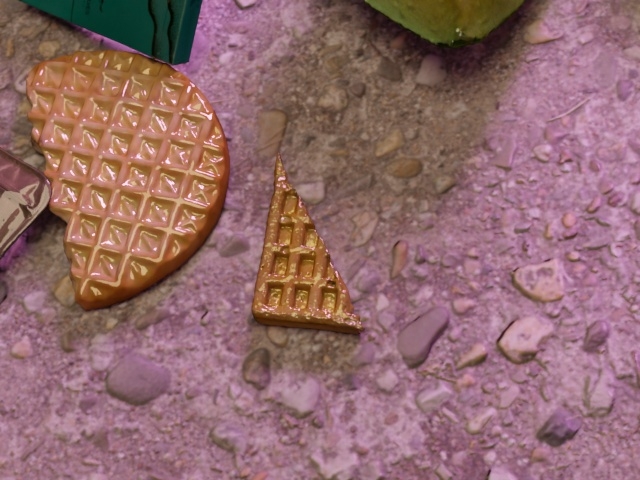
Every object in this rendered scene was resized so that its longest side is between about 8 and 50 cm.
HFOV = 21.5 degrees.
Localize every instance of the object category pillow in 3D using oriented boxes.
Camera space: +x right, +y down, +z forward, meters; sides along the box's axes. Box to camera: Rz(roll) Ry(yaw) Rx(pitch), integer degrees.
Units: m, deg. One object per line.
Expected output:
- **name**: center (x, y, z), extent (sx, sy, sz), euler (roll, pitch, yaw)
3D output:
- **pillow**: center (-0.379, 0.002, 1.764), extent (0.130, 0.033, 0.217), euler (29, 81, 23)

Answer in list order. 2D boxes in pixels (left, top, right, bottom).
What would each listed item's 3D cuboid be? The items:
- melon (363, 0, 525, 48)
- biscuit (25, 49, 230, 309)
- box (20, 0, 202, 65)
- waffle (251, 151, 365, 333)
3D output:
- **melon**: center (0.156, -0.409, 1.806), extent (0.331, 0.226, 0.343), euler (44, 52, 19)
- **biscuit**: center (-0.201, -0.088, 1.789), extent (0.204, 0.040, 0.309), euler (-17, 62, 0)
- **box**: center (-0.226, -0.304, 1.842), extent (0.226, 0.161, 0.042), euler (24, 25, 23)
- **waffle**: center (0.000, 0.000, 1.717), extent (0.125, 0.032, 0.191), euler (5, 65, 13)
